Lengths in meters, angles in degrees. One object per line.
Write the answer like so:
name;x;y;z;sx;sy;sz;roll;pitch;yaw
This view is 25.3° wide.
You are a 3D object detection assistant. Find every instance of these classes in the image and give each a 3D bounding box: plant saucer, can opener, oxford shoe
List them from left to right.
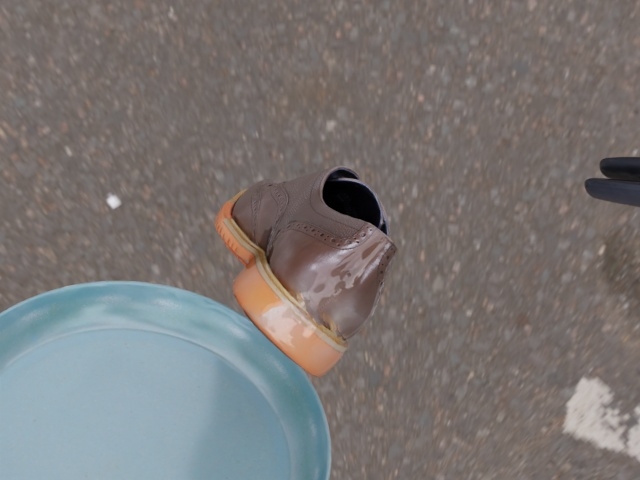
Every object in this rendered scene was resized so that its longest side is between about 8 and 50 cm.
plant saucer;-0.150;0.163;1.140;0.318;0.043;0.317;8;45;-8
oxford shoe;0.000;0.000;1.230;0.130;0.363;0.133;42;96;-18
can opener;0.291;-0.041;1.135;0.186;0.073;0.059;7;40;42

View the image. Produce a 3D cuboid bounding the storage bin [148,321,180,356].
storage bin;-0.130;0.152;1.321;0.122;0.180;0.084;-17;43;40
